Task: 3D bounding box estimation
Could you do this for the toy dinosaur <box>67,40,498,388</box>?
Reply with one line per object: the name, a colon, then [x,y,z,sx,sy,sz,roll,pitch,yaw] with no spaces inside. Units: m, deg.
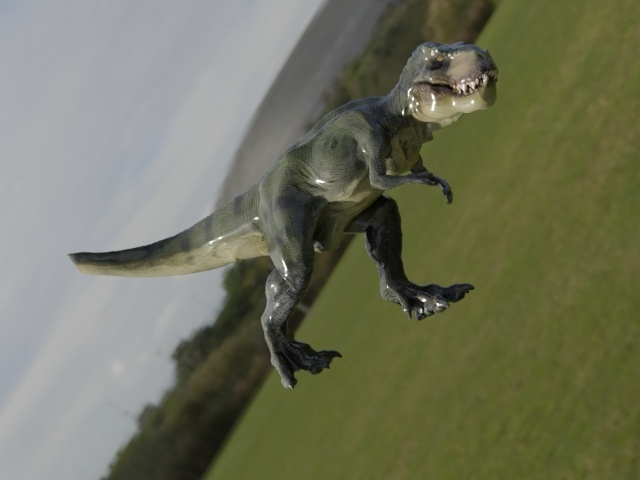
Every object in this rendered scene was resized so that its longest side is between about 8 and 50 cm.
toy dinosaur: [0.000,0.000,0.770,0.268,0.118,0.064,-29,-1,29]
